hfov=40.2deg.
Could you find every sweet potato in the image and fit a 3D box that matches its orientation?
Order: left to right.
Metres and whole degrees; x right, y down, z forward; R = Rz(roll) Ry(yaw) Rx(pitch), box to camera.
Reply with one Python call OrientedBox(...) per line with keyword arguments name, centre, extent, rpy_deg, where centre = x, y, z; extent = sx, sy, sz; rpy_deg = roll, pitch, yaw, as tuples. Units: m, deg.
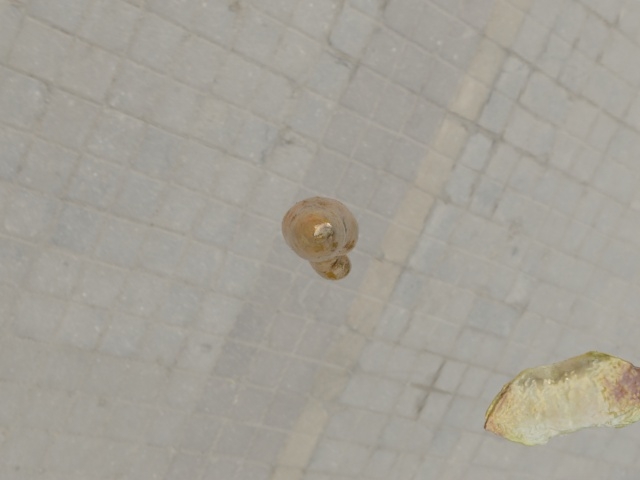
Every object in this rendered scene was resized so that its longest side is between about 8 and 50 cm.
OrientedBox(name="sweet potato", centre=(0.003, -0.003, 0.501), extent=(0.044, 0.179, 0.044), rpy_deg=(0, 85, 4))

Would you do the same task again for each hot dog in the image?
OrientedBox(name="hot dog", centre=(0.238, 0.148, 0.835), extent=(0.169, 0.061, 0.078), rpy_deg=(-14, 86, 13))
